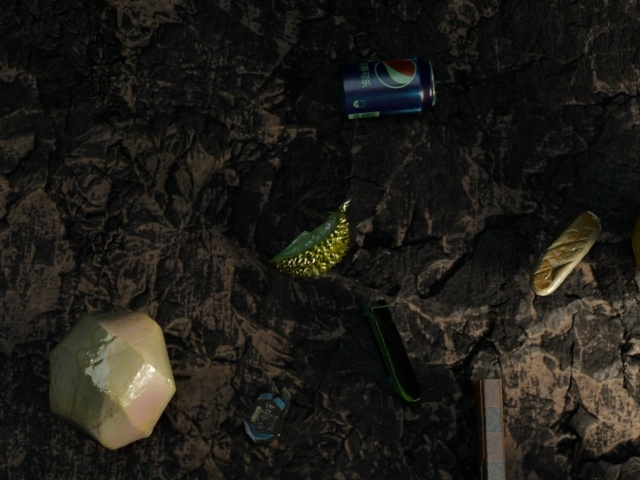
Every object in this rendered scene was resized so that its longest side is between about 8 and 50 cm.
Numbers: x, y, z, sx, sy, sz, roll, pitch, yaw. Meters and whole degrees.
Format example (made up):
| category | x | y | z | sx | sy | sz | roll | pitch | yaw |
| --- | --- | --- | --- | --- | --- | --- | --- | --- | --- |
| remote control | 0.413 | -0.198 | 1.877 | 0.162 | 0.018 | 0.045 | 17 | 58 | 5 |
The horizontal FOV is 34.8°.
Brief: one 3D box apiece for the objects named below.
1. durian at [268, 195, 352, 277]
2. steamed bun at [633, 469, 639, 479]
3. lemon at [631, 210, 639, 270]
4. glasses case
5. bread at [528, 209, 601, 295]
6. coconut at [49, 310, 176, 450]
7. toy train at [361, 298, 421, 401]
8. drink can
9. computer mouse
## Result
| category | x | y | z | sx | sy | sz | roll | pitch | yaw |
| --- | --- | --- | --- | --- | --- | --- | --- | --- | --- |
| durian | 0.000 | 0.000 | 2.049 | 0.215 | 0.086 | 0.100 | -36 | 60 | -7 |
| steamed bun | 0.637 | 0.481 | 1.821 | 0.211 | 0.144 | 0.218 | 35 | 102 | 1 |
| lemon | 0.723 | 0.011 | 1.917 | 0.258 | 0.258 | 0.310 | -37 | 77 | -10 |
| glasses case | 0.315 | 0.372 | 1.904 | 0.049 | 0.075 | 0.218 | -1 | 71 | 5 |
| bread | 0.481 | 0.025 | 2.029 | 0.073 | 0.053 | 0.214 | 39 | 74 | 11 |
| coconut | -0.382 | 0.247 | 1.896 | 0.259 | 0.259 | 0.259 | -1 | 71 | 2 |
| toy train | 0.137 | 0.219 | 1.981 | 0.044 | 0.042 | 0.209 | -12 | 70 | -24 |
| drink can | 0.134 | -0.318 | 2.129 | 0.204 | 0.118 | 0.118 | -5 | 71 | -1 |
| computer mouse | -0.105 | 0.334 | 1.950 | 0.079 | 0.047 | 0.135 | 25 | 62 | -2 |
